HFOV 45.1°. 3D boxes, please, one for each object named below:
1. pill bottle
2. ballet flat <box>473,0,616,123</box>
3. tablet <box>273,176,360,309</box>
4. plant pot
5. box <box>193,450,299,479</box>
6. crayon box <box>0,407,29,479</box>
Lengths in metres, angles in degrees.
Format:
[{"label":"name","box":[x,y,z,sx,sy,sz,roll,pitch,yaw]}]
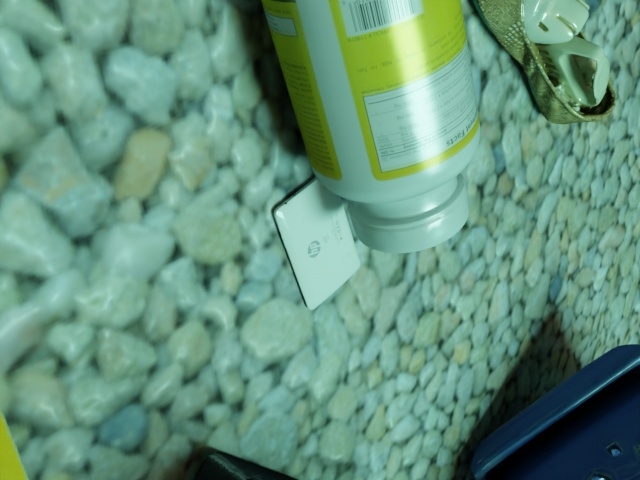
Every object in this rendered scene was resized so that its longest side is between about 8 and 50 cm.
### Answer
[{"label":"pill bottle","box":[0.034,-0.087,0.438,0.103,0.103,0.184,-39,130,-30]},{"label":"ballet flat","box":[0.180,-0.159,0.591,0.206,0.067,0.073,36,79,-46]},{"label":"tablet","box":[0.000,0.000,0.506,0.054,0.006,0.083,-40,129,-29]},{"label":"plant pot","box":[0.289,0.250,0.711,0.236,0.212,0.236,-37,132,1]},{"label":"box","box":[-0.003,0.375,0.425,0.212,0.293,0.396,38,77,-47]},{"label":"crayon box","box":[-0.257,0.134,0.229,0.322,0.083,0.203,-29,124,-35]}]
